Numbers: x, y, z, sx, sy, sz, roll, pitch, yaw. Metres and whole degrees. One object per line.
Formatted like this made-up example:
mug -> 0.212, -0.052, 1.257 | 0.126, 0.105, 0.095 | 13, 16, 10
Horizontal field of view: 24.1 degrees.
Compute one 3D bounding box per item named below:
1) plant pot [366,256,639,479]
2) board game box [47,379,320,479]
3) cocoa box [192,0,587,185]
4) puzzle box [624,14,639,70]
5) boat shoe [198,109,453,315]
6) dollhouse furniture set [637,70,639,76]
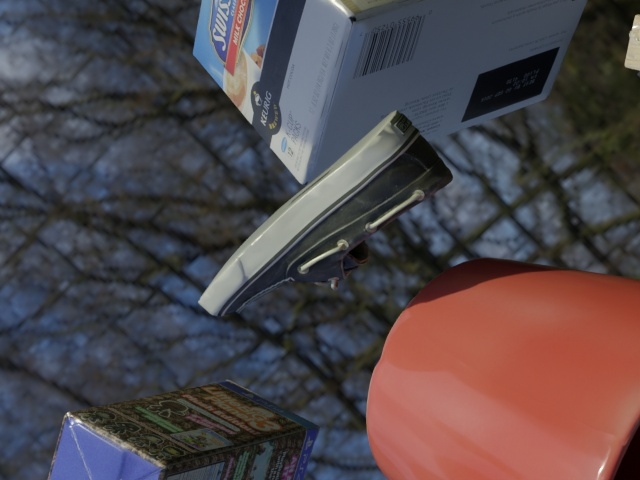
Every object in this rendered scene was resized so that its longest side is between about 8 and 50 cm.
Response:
plant pot -> 0.183, 0.138, 1.074 | 0.243, 0.275, 0.275 | 25, 175, 45
board game box -> -0.163, 0.300, 1.653 | 0.141, 0.232, 0.291 | 24, -166, 29
cocoa box -> 0.077, -0.252, 1.566 | 0.347, 0.231, 0.228 | -21, -123, -31
puzzle box -> 0.516, -0.140, 1.353 | 0.409, 0.052, 0.272 | 19, -164, 36
boat shoe -> 0.000, 0.000, 1.074 | 0.070, 0.219, 0.078 | 47, -150, -6
dollhouse furniture set -> 0.468, -0.220, 1.725 | 0.123, 0.151, 0.144 | 38, -132, -1
